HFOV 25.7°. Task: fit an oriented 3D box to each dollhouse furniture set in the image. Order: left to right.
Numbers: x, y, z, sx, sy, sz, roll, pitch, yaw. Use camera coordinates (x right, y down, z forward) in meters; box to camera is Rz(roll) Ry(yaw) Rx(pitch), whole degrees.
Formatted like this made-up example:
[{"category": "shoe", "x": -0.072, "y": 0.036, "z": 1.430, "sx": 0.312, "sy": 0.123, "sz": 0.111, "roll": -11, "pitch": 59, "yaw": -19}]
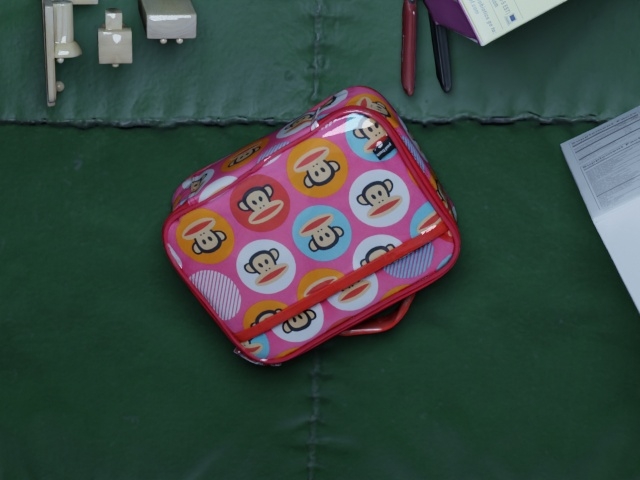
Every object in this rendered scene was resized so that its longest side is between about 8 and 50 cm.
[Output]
[{"category": "dollhouse furniture set", "x": -0.214, "y": -0.196, "z": 1.472, "sx": 0.151, "sy": 0.144, "sz": 0.123, "roll": -3, "pitch": 115, "yaw": -11}]

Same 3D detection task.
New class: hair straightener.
[{"category": "hair straightener", "x": 0.129, "y": -0.268, "z": 1.474, "sx": 0.089, "sy": 0.047, "sz": 0.230, "roll": -3, "pitch": 105, "yaw": -6}]

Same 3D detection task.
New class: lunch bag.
[{"category": "lunch bag", "x": 0.000, "y": 0.000, "z": 1.536, "sx": 0.293, "sy": 0.120, "sz": 0.258, "roll": -30, "pitch": 109, "yaw": 14}]

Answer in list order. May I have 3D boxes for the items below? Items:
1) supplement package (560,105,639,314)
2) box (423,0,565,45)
[{"category": "supplement package", "x": 0.387, "y": -0.024, "z": 1.423, "sx": 0.198, "sy": 0.263, "sz": 0.199, "roll": -27, "pitch": 106, "yaw": 11}, {"category": "box", "x": 0.210, "y": -0.304, "z": 1.337, "sx": 0.243, "sy": 0.213, "sz": 0.117, "roll": -28, "pitch": 106, "yaw": 1}]
